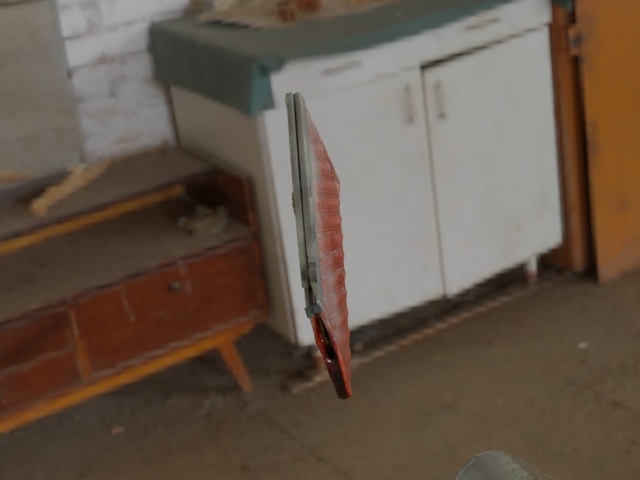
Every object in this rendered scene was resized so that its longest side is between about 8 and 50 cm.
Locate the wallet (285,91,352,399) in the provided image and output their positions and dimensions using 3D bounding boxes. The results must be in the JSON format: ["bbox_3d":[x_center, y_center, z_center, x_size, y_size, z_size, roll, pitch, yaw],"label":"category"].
[{"bbox_3d":[0.000,0.000,0.911,0.020,0.103,0.196,-14,47,9],"label":"wallet"}]

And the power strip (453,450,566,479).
[{"bbox_3d":[0.055,0.187,0.598,0.265,0.194,0.059,29,7,-18],"label":"power strip"}]
